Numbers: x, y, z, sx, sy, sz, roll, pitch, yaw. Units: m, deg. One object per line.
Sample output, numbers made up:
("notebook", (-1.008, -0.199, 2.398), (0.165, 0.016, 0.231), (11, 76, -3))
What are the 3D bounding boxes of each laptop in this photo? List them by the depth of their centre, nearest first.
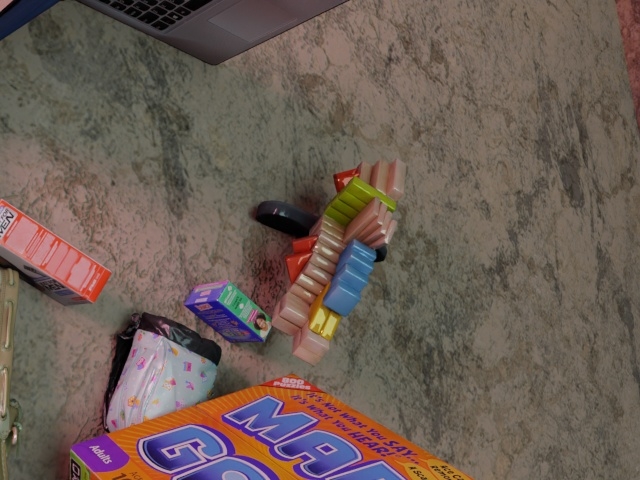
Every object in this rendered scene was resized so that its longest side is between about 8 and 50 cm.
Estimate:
("laptop", (-0.212, -0.258, 0.938), (0.408, 0.382, 0.236), (19, 73, -38))

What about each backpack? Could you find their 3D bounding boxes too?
("backpack", (-0.223, 0.208, 1.048), (0.152, 0.115, 0.182), (35, 66, -36))

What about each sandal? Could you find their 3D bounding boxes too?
("sandal", (-0.001, 0.000, 1.289), (0.254, 0.097, 0.054), (19, 70, -27))

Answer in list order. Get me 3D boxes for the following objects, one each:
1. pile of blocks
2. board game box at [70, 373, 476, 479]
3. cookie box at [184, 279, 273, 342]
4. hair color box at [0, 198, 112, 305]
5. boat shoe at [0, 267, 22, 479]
("pile of blocks", (0.022, 0.005, 1.156), (0.113, 0.149, 0.362), (30, 64, -16))
("board game box", (-0.065, 0.433, 0.929), (0.356, 0.356, 0.356), (-10, 111, -42))
("cookie box", (-0.139, 0.111, 1.148), (0.107, 0.092, 0.040), (45, 55, -28))
("hair color box", (-0.365, 0.020, 0.961), (0.167, 0.093, 0.053), (41, 60, -29))
("boat shoe", (-0.397, 0.173, 0.905), (0.089, 0.104, 0.285), (-4, 86, -39))
